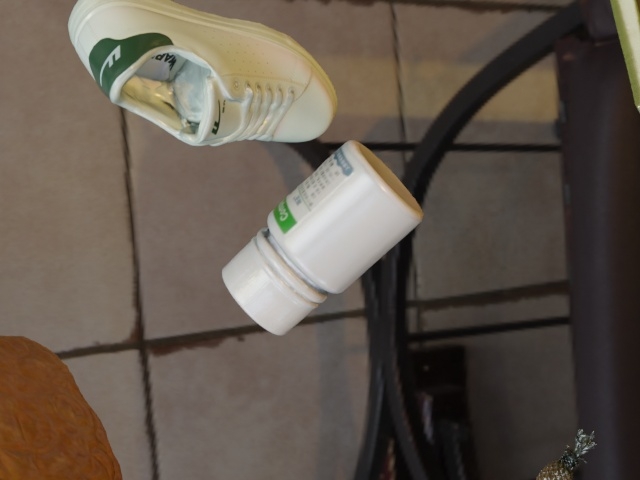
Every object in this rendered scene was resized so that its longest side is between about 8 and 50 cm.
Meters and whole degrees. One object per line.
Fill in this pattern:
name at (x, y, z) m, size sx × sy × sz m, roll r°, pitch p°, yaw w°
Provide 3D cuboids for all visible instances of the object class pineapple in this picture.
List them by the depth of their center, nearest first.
pineapple at (0.415, 0.368, 1.930) m, size 0.058 × 0.058 × 0.124 m, roll 36°, pitch 87°, yaw -29°

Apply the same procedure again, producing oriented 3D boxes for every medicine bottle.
medicine bottle at (0.000, 0.000, 1.421) m, size 0.237 × 0.139 × 0.139 m, roll -43°, pitch 119°, yaw 14°

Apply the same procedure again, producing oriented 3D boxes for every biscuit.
biscuit at (-0.404, 0.241, 1.413) m, size 0.365 × 0.385 × 0.062 m, roll 19°, pitch 120°, yaw -45°

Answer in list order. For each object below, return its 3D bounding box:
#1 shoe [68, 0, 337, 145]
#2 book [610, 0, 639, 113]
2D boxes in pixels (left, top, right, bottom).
shoe at (-0.108, -0.168, 1.316) m, size 0.363 × 0.132 × 0.160 m, roll 17°, pitch 34°, yaw -37°
book at (0.413, -0.262, 1.473) m, size 0.239 × 0.035 × 0.352 m, roll 41°, pitch 38°, yaw -53°
